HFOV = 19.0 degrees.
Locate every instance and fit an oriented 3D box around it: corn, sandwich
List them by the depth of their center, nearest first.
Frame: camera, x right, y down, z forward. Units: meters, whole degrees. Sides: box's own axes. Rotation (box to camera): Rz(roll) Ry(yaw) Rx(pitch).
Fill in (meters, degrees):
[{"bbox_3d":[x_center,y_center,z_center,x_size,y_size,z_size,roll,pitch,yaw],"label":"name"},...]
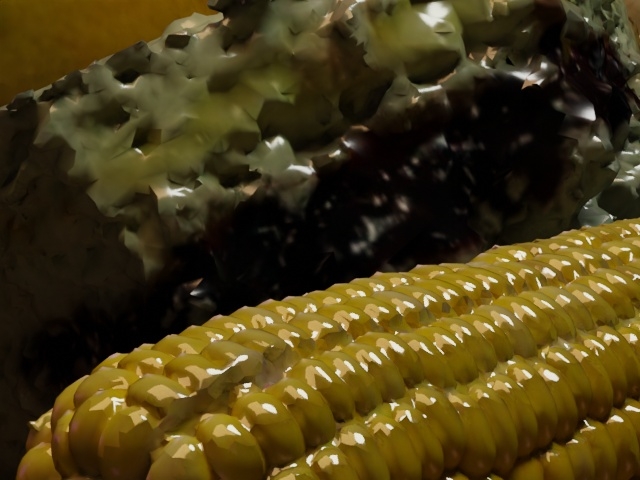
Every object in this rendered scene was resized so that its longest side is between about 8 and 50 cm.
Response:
[{"bbox_3d":[0.037,0.048,0.451,0.093,0.093,0.244,0,10,44],"label":"corn"},{"bbox_3d":[-0.014,-0.015,0.670,0.262,0.131,0.325,-22,2,17],"label":"sandwich"}]

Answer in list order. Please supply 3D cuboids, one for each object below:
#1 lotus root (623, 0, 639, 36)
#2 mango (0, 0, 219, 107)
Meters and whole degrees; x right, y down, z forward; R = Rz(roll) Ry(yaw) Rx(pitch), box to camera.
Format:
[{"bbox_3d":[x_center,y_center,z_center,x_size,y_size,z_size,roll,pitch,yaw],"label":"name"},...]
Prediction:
[{"bbox_3d":[0.165,-0.078,1.133,0.154,0.140,0.257,-52,31,-10],"label":"lotus root"},{"bbox_3d":[-0.228,-0.055,0.904,0.446,0.232,0.300,0,-34,-35],"label":"mango"}]
